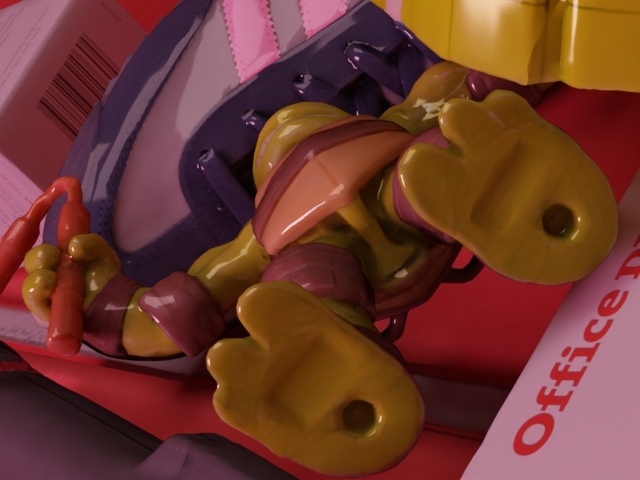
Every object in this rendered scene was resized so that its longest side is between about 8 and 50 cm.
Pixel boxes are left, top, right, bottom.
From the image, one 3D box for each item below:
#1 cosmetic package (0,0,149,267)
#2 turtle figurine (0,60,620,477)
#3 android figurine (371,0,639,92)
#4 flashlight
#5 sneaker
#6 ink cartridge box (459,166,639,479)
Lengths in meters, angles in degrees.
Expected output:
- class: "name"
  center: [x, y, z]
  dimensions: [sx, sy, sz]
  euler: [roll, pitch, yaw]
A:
- class: "cosmetic package"
  center: [-0.187, -0.043, 0.952]
  dimensions: [0.231, 0.085, 0.117]
  euler: [-14, 39, 44]
- class: "turtle figurine"
  center: [0.000, 0.000, 0.564]
  dimensions: [0.269, 0.087, 0.217]
  euler: [-30, 16, 0]
- class: "android figurine"
  center: [0.081, -0.107, 0.539]
  dimensions: [0.248, 0.056, 0.273]
  euler: [-8, 27, -19]
- class: "flashlight"
  center: [-0.091, 0.101, 0.630]
  dimensions: [0.103, 0.103, 0.304]
  euler: [-46, 33, -16]
- class: "sneaker"
  center: [0.027, -0.074, 0.697]
  dimensions: [0.319, 0.112, 0.131]
  euler: [-48, 26, -8]
- class: "ink cartridge box"
  center: [0.145, 0.036, 0.432]
  dimensions: [0.190, 0.082, 0.140]
  euler: [-1, 49, 49]
